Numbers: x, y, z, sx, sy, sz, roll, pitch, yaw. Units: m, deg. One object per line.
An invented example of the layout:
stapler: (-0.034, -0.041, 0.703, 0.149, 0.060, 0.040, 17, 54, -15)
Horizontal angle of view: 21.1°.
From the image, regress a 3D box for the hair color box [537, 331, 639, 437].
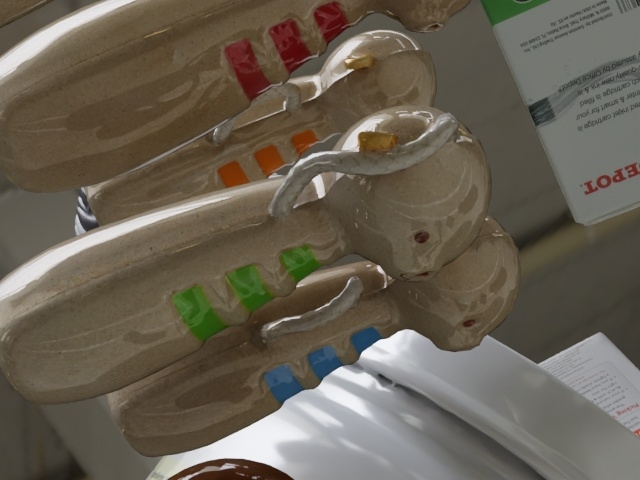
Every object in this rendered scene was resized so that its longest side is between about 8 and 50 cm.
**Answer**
hair color box: (0.185, 0.139, 1.070, 0.093, 0.167, 0.053, -26, -51, -12)

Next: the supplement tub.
supplement tub: (-0.005, 0.204, 0.637, 0.325, 0.235, 0.235, -53, -26, -12)

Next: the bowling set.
bowling set: (0.000, 0.000, 0.468, 0.154, 0.200, 0.287, -23, -12, 5)

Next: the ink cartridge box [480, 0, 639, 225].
ink cartridge box: (0.222, -0.136, 1.259, 0.153, 0.208, 0.087, -21, 5, 20)

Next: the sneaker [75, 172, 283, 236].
sneaker: (-0.132, -0.076, 1.443, 0.101, 0.153, 0.268, -14, 6, -39)
